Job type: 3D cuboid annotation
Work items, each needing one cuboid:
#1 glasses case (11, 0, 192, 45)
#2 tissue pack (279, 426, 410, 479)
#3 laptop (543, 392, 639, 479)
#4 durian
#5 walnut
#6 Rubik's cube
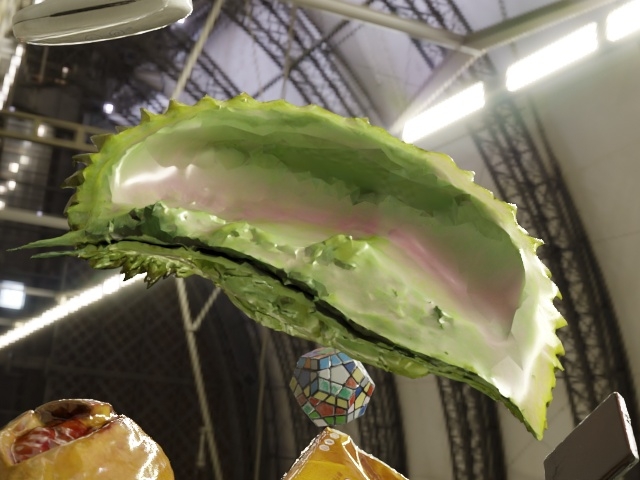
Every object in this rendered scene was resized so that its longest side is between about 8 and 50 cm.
[{"bbox_3d":[-0.282,-0.292,1.233,0.092,0.233,0.059,-27,108,-86],"label":"glasses case"},{"bbox_3d":[0.023,0.312,0.995,0.092,0.183,0.226,-58,170,26],"label":"tissue pack"},{"bbox_3d":[0.452,0.369,1.605,0.207,0.026,0.154,-55,-166,32],"label":"laptop"},{"bbox_3d":[0.000,0.000,0.631,0.169,0.351,0.158,-31,141,-72],"label":"durian"},{"bbox_3d":[-0.228,0.250,0.838,0.298,0.203,0.203,-45,147,-84],"label":"walnut"},{"bbox_3d":[0.015,0.189,1.245,0.093,0.111,0.111,-39,-150,1],"label":"Rubik's cube"}]
